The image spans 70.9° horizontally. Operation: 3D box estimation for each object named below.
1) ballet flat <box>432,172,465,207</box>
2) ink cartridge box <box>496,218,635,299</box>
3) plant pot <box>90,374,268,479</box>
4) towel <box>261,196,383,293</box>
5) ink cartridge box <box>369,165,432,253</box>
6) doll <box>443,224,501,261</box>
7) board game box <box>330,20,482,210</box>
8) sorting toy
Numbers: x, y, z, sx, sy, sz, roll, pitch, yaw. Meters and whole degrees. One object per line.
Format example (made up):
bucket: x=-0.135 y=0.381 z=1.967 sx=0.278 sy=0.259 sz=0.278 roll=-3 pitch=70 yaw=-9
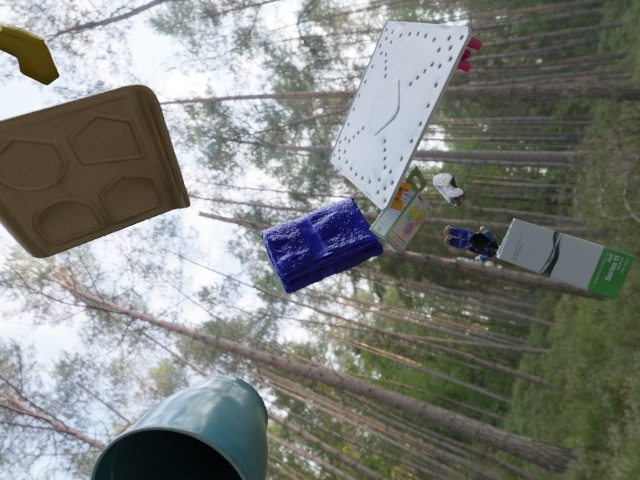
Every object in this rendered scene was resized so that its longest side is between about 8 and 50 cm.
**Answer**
ballet flat: x=0.475 y=-0.187 z=1.659 sx=0.250 sy=0.084 sz=0.058 roll=-98 pitch=-13 yaw=-62
ink cartridge box: x=0.468 y=0.032 z=0.873 sx=0.153 sy=0.208 sz=0.086 roll=3 pitch=-73 yaw=-62
plant pot: x=-0.213 y=0.385 z=0.813 sx=0.255 sy=0.272 sz=0.271 roll=-54 pitch=-31 yaw=-77
towel: x=0.000 y=0.000 z=1.290 sx=0.308 sy=0.227 sz=0.076 roll=-22 pitch=-32 yaw=-11
ink cartridge box: x=0.230 y=-0.078 z=1.186 sx=0.209 sy=0.062 sz=0.109 roll=-54 pitch=-38 yaw=0
doll: x=0.457 y=0.012 z=1.313 sx=0.046 sy=0.189 sz=0.129 roll=-43 pitch=-44 yaw=-35
board game box: x=0.172 y=-0.309 z=1.073 sx=0.050 sy=0.390 sz=0.390 roll=15 pitch=-69 yaw=-24
sorting toy: x=-0.297 y=-0.111 z=0.527 sx=0.229 sy=0.041 sz=0.307 roll=-20 pitch=-34 yaw=-16
